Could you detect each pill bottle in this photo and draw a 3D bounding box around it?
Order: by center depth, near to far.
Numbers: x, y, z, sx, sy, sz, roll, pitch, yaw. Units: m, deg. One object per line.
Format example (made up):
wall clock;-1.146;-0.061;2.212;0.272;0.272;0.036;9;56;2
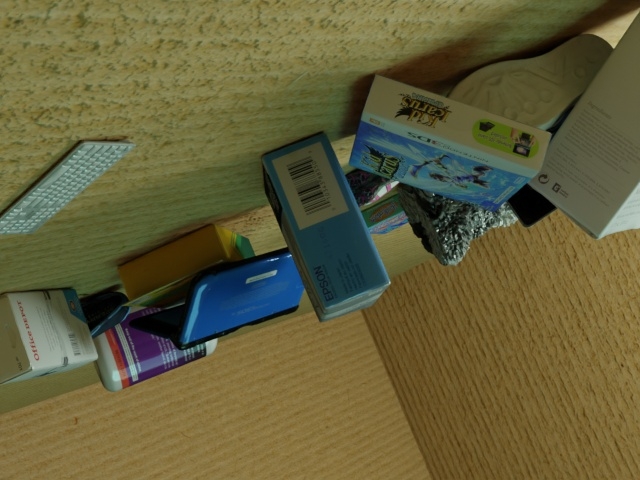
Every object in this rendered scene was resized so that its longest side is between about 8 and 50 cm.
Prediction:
pill bottle;-0.362;0.207;2.011;0.322;0.182;0.181;-19;171;-19

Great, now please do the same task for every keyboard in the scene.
keyboard;-0.319;-0.059;1.059;0.256;0.014;0.072;-30;169;39

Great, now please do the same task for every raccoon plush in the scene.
raccoon plush;0.355;-0.112;1.905;0.299;0.216;0.446;-30;172;-7

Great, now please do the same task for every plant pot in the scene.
plant pot;0.448;-0.167;1.820;0.187;0.188;0.167;-35;-176;19

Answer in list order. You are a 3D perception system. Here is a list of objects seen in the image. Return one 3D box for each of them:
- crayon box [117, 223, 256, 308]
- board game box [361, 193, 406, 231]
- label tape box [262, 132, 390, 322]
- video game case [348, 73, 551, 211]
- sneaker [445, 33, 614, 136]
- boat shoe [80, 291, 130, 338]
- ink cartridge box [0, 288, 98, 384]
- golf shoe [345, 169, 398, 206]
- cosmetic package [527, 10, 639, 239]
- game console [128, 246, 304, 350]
crayon box;-0.250;0.054;1.698;0.203;0.083;0.323;-24;172;5
board game box;0.186;-0.068;2.189;0.160;0.047;0.210;-26;170;21
label tape box;0.000;0.000;1.448;0.115;0.249;0.348;-22;171;-8
video game case;0.170;-0.128;1.265;0.244;0.061;0.269;20;170;2
sneaker;0.307;-0.198;1.423;0.322;0.130;0.236;-26;168;-18
boat shoe;-0.503;0.166;1.752;0.258;0.109;0.089;-37;170;-23
ink cartridge box;-0.493;0.164;1.549;0.082;0.140;0.190;-24;171;20
golf shoe;0.113;-0.115;1.649;0.186;0.068;0.086;-31;170;41
cosmetic package;0.505;-0.204;1.323;0.217;0.156;0.385;-11;138;-52
game console;-0.187;0.086;1.689;0.293;0.173;0.250;-16;138;-42
